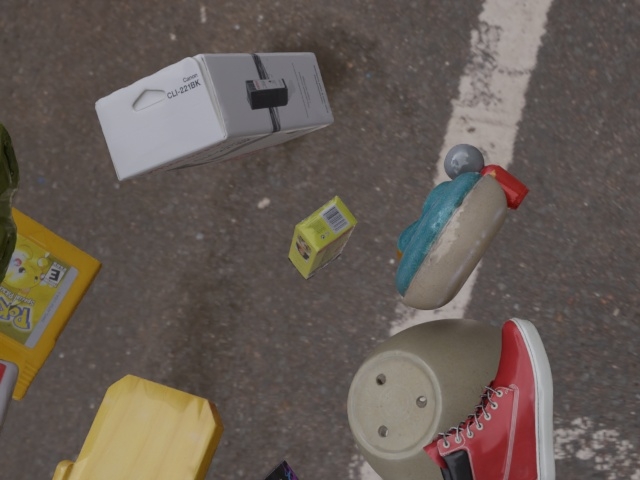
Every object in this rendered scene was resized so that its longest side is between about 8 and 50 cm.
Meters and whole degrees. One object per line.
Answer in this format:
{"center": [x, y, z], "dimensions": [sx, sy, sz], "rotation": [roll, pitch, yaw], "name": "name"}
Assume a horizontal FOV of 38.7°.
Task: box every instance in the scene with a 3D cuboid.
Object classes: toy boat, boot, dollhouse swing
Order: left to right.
{"center": [-0.290, 0.480, 1.731], "dimensions": [0.347, 0.315, 0.305], "rotation": [8, 55, 37], "name": "dollhouse swing"}
{"center": [0.209, -0.036, 1.441], "dimensions": [0.148, 0.318, 0.267], "rotation": [34, 138, 10], "name": "toy boat"}
{"center": [0.228, 0.234, 1.274], "dimensions": [0.176, 0.088, 0.244], "rotation": [-4, 90, -6], "name": "boot"}

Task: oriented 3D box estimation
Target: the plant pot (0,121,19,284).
{"center": [-0.439, -0.037, 0.873], "dimensions": [0.254, 0.276, 0.275], "rotation": [4, 80, 0], "name": "plant pot"}

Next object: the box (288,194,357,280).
{"center": [0.000, 0.000, 1.508], "dimensions": [0.087, 0.232, 0.058], "rotation": [-36, 82, -13], "name": "box"}

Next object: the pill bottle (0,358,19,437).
{"center": [-0.557, 0.207, 1.193], "dimensions": [0.161, 0.283, 0.161], "rotation": [-164, 90, -77], "name": "pill bottle"}

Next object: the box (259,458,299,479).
{"center": [-0.042, 0.458, 1.536], "dimensions": [0.029, 0.116, 0.162], "rotation": [-36, 83, 16], "name": "box"}

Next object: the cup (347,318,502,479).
{"center": [0.176, 0.277, 1.491], "dimensions": [0.331, 0.237, 0.330], "rotation": [-9, 73, 32], "name": "cup"}

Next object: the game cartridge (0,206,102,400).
{"center": [-0.631, 0.108, 1.805], "dimensions": [0.053, 0.285, 0.323], "rotation": [-19, 41, 57], "name": "game cartridge"}

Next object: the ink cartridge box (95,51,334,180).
{"center": [-0.140, -0.175, 1.260], "dimensions": [0.197, 0.273, 0.114], "rotation": [-16, 91, 33], "name": "ink cartridge box"}
